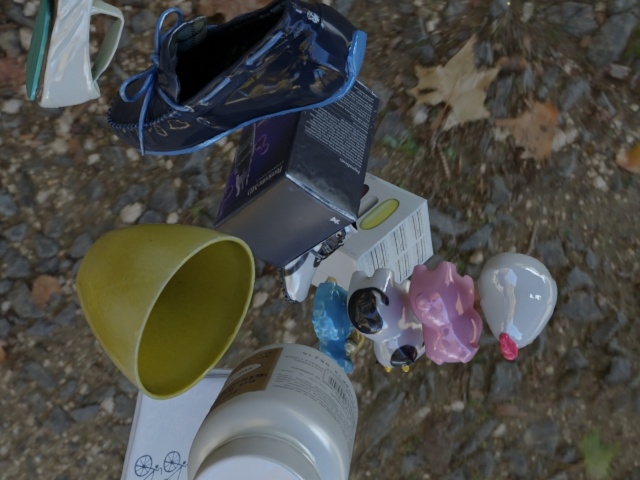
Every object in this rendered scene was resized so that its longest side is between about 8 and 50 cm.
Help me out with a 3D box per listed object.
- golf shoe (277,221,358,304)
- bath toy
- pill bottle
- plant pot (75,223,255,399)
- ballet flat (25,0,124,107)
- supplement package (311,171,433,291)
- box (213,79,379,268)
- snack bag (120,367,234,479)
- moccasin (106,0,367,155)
[{"bbox_3d":[0.000,0.000,1.322,0.094,0.077,0.198,14,104,13],"label":"golf shoe"},{"bbox_3d":[0.149,0.108,1.275,0.348,0.151,0.129,-12,58,40],"label":"bath toy"},{"bbox_3d":[-0.040,0.179,0.807,0.131,0.229,0.131,1,102,5],"label":"pill bottle"},{"bbox_3d":[-0.128,0.039,0.737,0.095,0.134,0.134,27,108,24],"label":"plant pot"},{"bbox_3d":[-0.347,-0.361,1.411,0.139,0.139,0.400,26,132,4],"label":"ballet flat"},{"bbox_3d":[0.076,-0.004,1.867,0.194,0.203,0.149,27,144,36],"label":"supplement package"},{"bbox_3d":[-0.026,-0.095,1.178,0.108,0.207,0.153,32,138,-24],"label":"box"},{"bbox_3d":[-0.155,0.350,1.476,0.037,0.342,0.323,18,97,47],"label":"snack bag"},{"bbox_3d":[-0.110,-0.182,0.971,0.342,0.117,0.138,-15,57,39],"label":"moccasin"}]
